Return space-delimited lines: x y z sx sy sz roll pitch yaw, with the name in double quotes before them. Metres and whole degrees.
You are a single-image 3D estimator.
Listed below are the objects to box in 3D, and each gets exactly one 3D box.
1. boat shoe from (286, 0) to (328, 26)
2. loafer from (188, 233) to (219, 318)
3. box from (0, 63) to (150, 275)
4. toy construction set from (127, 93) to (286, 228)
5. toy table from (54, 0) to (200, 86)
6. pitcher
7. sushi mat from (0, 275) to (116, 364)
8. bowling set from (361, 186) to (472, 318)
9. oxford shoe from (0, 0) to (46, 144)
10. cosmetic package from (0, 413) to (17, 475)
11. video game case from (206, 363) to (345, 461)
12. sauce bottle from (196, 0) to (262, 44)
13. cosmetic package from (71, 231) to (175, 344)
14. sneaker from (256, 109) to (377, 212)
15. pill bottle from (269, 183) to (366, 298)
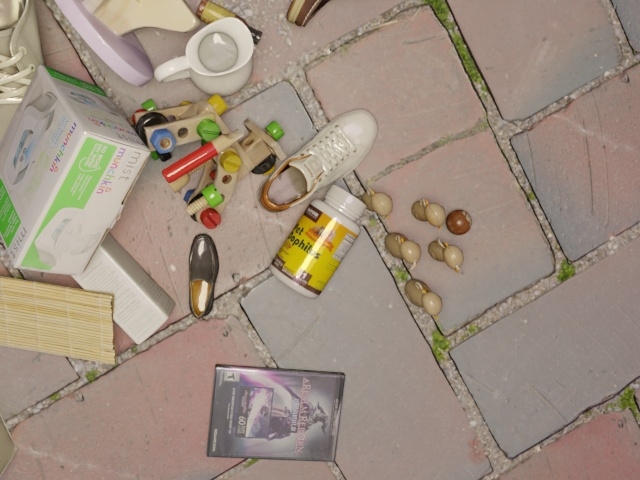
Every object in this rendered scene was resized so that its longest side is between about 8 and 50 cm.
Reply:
"boat shoe" 0.075 -0.526 1.182 0.123 0.123 0.342 40 84 -10
"loafer" -0.233 0.072 1.237 0.062 0.061 0.170 -1 96 -7
"box" -0.432 -0.113 1.043 0.126 0.231 0.262 15 117 -49
"toy construction set" -0.175 -0.172 1.109 0.237 0.309 0.257 -33 108 -8
"toy table" -0.344 -0.431 1.085 0.160 0.252 0.274 -35 110 14
"pitcher" -0.207 -0.318 1.119 0.177 0.207 0.126 -21 99 -5
"sushi mat" -0.530 0.145 1.162 0.316 0.019 0.152 8 115 8
"bowling set" 0.222 -0.015 1.246 0.199 0.154 0.287 -31 101 -3
"oxford shoe" -0.538 -0.289 1.059 0.169 0.130 0.450 -15 122 -27
"cosmetic package" -0.756 0.427 1.162 0.296 0.153 0.129 -20 101 -4
"video game case" -0.094 0.366 1.314 0.274 0.026 0.196 6 96 -8
"sauce bottle" -0.174 -0.417 1.195 0.128 0.042 0.042 26 93 -9
"cosmetic package" -0.389 0.078 1.188 0.085 0.117 0.231 -42 99 0
"sneaker" 0.004 -0.149 1.215 0.290 0.123 0.106 -41 99 -3
"pill bottle" 0.000 0.000 1.234 0.117 0.117 0.215 33 91 -11
